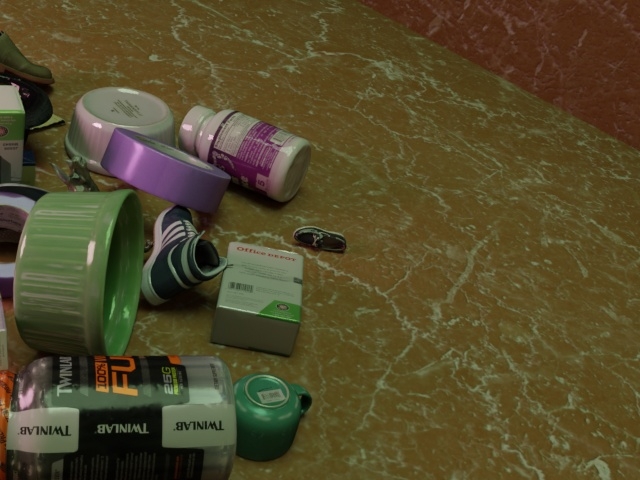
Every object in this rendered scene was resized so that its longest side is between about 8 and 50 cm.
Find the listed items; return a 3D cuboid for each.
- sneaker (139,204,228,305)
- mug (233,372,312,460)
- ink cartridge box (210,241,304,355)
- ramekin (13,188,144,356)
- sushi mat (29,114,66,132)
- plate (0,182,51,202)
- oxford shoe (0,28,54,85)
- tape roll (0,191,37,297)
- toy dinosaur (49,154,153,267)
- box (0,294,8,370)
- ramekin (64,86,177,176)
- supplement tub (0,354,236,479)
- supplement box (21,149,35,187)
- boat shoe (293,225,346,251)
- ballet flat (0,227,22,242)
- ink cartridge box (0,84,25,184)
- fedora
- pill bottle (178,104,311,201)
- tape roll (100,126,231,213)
[{"bbox_3d":[-0.259,0.005,1.656,0.153,0.099,0.282,-25,32,22],"label":"sneaker"},{"bbox_3d":[-0.092,0.276,1.379,0.129,0.097,0.158,21,33,9],"label":"mug"},{"bbox_3d":[-0.120,0.110,1.624,0.160,0.092,0.219,12,32,-6],"label":"ink cartridge box"},{"bbox_3d":[-0.406,0.057,1.411,0.148,0.303,0.303,6,33,-1],"label":"ramekin"},{"bbox_3d":[-0.812,-0.350,2.106,0.316,0.019,0.151,31,37,23],"label":"sushi mat"},{"bbox_3d":[-0.609,-0.074,1.628,0.188,0.188,0.024,-2,67,-24],"label":"plate"},{"bbox_3d":[-0.786,-0.465,2.090,0.123,0.130,0.348,2,1,13],"label":"oxford shoe"},{"bbox_3d":[-0.590,0.007,1.539,0.189,0.080,0.189,14,53,-20],"label":"tape roll"},{"bbox_3d":[-0.443,-0.020,1.690,0.160,0.121,0.313,-9,65,-32],"label":"toy dinosaur"},{"bbox_3d":[-0.539,0.133,1.323,0.063,0.067,0.324,-4,12,-22],"label":"box"},{"bbox_3d":[-0.481,-0.273,2.023,0.273,0.127,0.273,10,33,-7],"label":"ramekin"},{"bbox_3d":[-0.305,0.270,1.202,0.338,0.207,0.207,2,35,-20],"label":"supplement tub"},{"bbox_3d":[-0.666,-0.147,1.797,0.083,0.083,0.056,-3,37,-25],"label":"supplement box"},{"bbox_3d":[0.000,0.000,1.885,0.125,0.046,0.038,12,27,-20],"label":"boat shoe"},{"bbox_3d":[-0.654,-0.003,1.621,0.250,0.058,0.084,-2,3,-34],"label":"ballet flat"},{"bbox_3d":[-0.698,-0.162,1.635,0.198,0.273,0.115,-5,40,-28],"label":"ink cartridge box"},{"bbox_3d":[-0.778,-0.262,1.861,0.334,0.152,0.334,11,33,-7],"label":"fedora"},{"bbox_3d":[-0.189,-0.221,2.026,0.301,0.169,0.169,24,34,14],"label":"pill bottle"},{"bbox_3d":[-0.341,-0.155,1.833,0.275,0.090,0.275,24,6,-3],"label":"tape roll"}]
